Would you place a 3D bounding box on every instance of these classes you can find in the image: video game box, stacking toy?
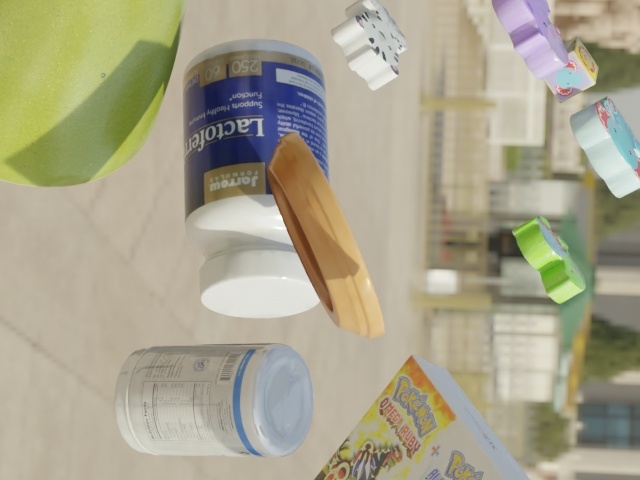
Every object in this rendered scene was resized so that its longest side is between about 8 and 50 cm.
[{"bbox_3d":[0.070,0.218,1.268,0.187,0.048,0.205,-52,-142,12],"label":"video game box"},{"bbox_3d":[0.133,-0.080,0.881,0.221,0.167,0.052,51,28,-16],"label":"stacking toy"}]

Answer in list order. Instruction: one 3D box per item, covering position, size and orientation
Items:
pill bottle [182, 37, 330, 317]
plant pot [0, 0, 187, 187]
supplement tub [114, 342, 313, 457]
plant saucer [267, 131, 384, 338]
[{"bbox_3d":[-0.065,-0.062,1.741,0.153,0.153,0.265,75,11,-68],"label":"pill bottle"},{"bbox_3d":[-0.233,-0.239,1.543,0.293,0.275,0.275,129,-27,-52],"label":"plant pot"},{"bbox_3d":[-0.065,0.098,1.034,0.071,0.107,0.071,8,80,-57],"label":"supplement tub"},{"bbox_3d":[0.000,0.000,1.497,0.200,0.037,0.200,156,-90,-85],"label":"plant saucer"}]
